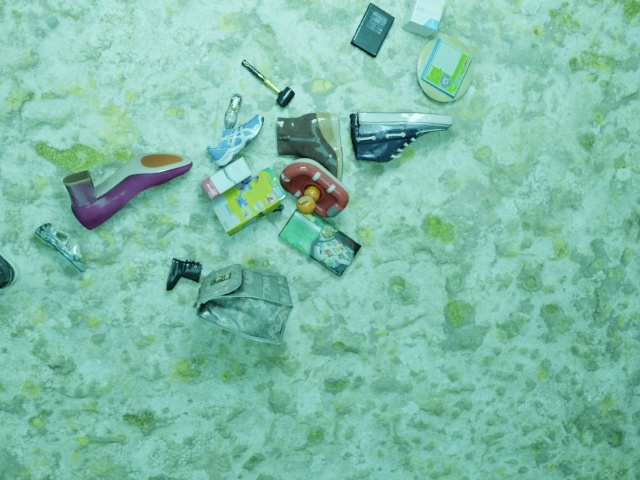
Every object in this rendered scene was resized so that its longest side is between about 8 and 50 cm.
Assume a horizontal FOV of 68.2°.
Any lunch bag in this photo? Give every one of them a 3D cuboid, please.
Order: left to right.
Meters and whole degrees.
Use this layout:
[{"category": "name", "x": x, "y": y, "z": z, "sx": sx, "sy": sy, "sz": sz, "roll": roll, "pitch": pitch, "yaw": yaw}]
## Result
[{"category": "lunch bag", "x": -0.247, "y": 0.184, "z": 1.490, "sx": 0.286, "sy": 0.235, "sz": 0.169, "roll": 14, "pitch": 104, "yaw": -12}]

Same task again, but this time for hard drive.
[{"category": "hard drive", "x": 0.166, "y": -0.668, "z": 1.503, "sx": 0.094, "sy": 0.022, "sz": 0.135, "roll": 26, "pitch": 95, "yaw": -14}]

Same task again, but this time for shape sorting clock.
[{"category": "shape sorting clock", "x": 0.410, "y": -0.563, "z": 1.555, "sx": 0.205, "sy": 0.040, "sz": 0.207, "roll": -2, "pitch": 98, "yaw": -11}]

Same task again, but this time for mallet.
[{"category": "mallet", "x": -0.172, "y": -0.489, "z": 1.477, "sx": 0.189, "sy": 0.039, "sz": 0.062, "roll": 31, "pitch": 91, "yaw": -10}]

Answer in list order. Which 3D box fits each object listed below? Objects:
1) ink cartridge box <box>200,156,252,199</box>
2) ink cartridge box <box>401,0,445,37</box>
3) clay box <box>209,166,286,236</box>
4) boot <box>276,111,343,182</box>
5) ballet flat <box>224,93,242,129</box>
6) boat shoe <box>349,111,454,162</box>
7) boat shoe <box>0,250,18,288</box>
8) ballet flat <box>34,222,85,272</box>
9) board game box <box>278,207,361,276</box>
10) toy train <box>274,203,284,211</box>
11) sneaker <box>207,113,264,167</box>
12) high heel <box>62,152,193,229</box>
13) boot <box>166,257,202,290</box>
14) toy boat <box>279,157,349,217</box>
[{"category": "ink cartridge box", "x": -0.290, "y": -0.196, "z": 1.473, "sx": 0.150, "sy": 0.109, "sz": 0.063, "roll": -32, "pitch": 103, "yaw": -2}, {"category": "ink cartridge box", "x": 0.330, "y": -0.734, "z": 1.483, "sx": 0.092, "sy": 0.090, "sz": 0.143, "roll": 16, "pitch": 97, "yaw": -12}, {"category": "clay box", "x": -0.225, "y": -0.125, "z": 1.500, "sx": 0.221, "sy": 0.053, "sz": 0.128, "roll": -30, "pitch": 72, "yaw": -3}, {"category": "boot", "x": -0.032, "y": -0.285, "z": 1.530, "sx": 0.206, "sy": 0.090, "sz": 0.249, "roll": -4, "pitch": 106, "yaw": 6}, {"category": "ballet flat", "x": -0.274, "y": -0.404, "z": 1.472, "sx": 0.041, "sy": 0.041, "sz": 0.115, "roll": 16, "pitch": 98, "yaw": -12}, {"category": "boat shoe", "x": 0.260, "y": -0.337, "z": 1.543, "sx": 0.339, "sy": 0.127, "sz": 0.158, "roll": 0, "pitch": 107, "yaw": -2}, {"category": "boat shoe", "x": -1.063, "y": 0.023, "z": 1.384, "sx": 0.127, "sy": 0.113, "sz": 0.340, "roll": -40, "pitch": 104, "yaw": 0}, {"category": "ballet flat", "x": -0.787, "y": 0.018, "z": 1.458, "sx": 0.070, "sy": 0.070, "sz": 0.188, "roll": -44, "pitch": 108, "yaw": 1}, {"category": "board game box", "x": 0.000, "y": 0.000, "z": 1.603, "sx": 0.259, "sy": 0.030, "sz": 0.136, "roll": 35, "pitch": 96, "yaw": -14}, {"category": "toy train", "x": -0.197, "y": -0.095, "z": 1.546, "sx": 0.158, "sy": 0.036, "sz": 0.027, "roll": -11, "pitch": 102, "yaw": -7}, {"category": "sneaker", "x": -0.261, "y": -0.322, "z": 1.469, "sx": 0.211, "sy": 0.080, "sz": 0.081, "roll": -44, "pitch": 108, "yaw": 0}, {"category": "high heel", "x": -0.572, "y": -0.154, "z": 1.460, "sx": 0.376, "sy": 0.127, "sz": 0.182, "roll": -13, "pitch": 131, "yaw": -11}, {"category": "boot", "x": -0.445, "y": 0.117, "z": 1.544, "sx": 0.099, "sy": 0.045, "sz": 0.121, "roll": 15, "pitch": 98, "yaw": -15}, {"category": "toy boat", "x": -0.031, "y": -0.143, "z": 1.488, "sx": 0.231, "sy": 0.151, "sz": 0.151, "roll": 38, "pitch": 49, "yaw": -13}]
